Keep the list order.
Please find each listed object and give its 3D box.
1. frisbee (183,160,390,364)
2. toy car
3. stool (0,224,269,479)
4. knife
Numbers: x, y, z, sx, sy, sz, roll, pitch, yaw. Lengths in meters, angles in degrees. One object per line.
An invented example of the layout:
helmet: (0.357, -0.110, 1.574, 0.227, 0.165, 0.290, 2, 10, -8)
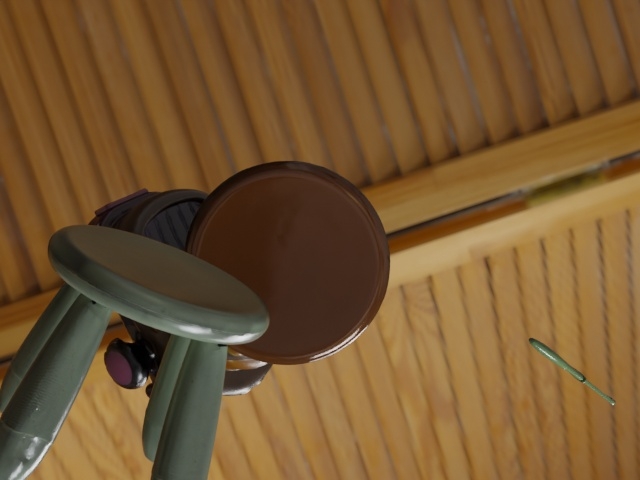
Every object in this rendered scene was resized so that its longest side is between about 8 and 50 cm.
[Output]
frisbee: (-0.041, 0.029, 1.493, 0.021, 0.251, 0.250, -87, 159, -81)
toy car: (-0.182, 0.070, 1.815, 0.240, 0.271, 0.340, -25, -86, 44)
stool: (-0.169, 0.109, 1.057, 0.198, 0.195, 0.195, -65, -165, 10)
knife: (0.353, 0.184, 1.739, 0.207, 0.014, 0.030, 36, 3, -32)
